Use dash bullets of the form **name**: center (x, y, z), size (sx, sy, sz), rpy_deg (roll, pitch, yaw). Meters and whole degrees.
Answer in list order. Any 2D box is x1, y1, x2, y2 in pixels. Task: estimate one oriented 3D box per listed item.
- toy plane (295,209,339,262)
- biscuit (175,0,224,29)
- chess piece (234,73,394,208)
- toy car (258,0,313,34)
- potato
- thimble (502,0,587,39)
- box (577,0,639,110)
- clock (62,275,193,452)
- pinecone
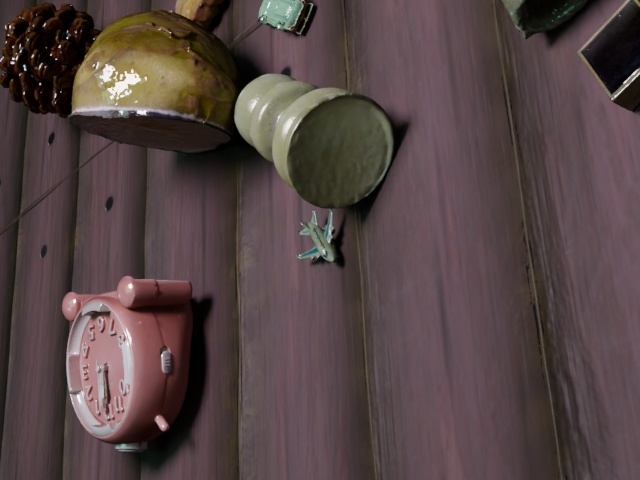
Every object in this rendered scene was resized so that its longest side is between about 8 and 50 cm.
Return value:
- **toy plane**: center (0.002, 0.000, 1.307), size (0.080, 0.033, 0.083), rpy_deg (-55, 48, 21)
- **biscuit**: center (-0.191, -0.422, 1.692), size (0.118, 0.061, 0.183), rpy_deg (-28, 57, 41)
- **chess piece**: center (-0.026, -0.145, 1.330), size (0.251, 0.144, 0.144), rpy_deg (39, 107, 58)
- **toy car**: center (-0.056, -0.334, 1.507), size (0.122, 0.035, 0.059), rpy_deg (38, 106, 60)
- **potato**: center (-0.229, -0.240, 1.484), size (0.300, 0.247, 0.196), rpy_deg (179, 97, -74)
- **thimble**: center (0.233, -0.267, 1.076), size (0.110, 0.084, 0.062), rpy_deg (-54, 38, 43)
- **box**: center (0.299, -0.182, 0.998), size (0.079, 0.035, 0.083), rpy_deg (-49, 44, 29)
- **clock**: center (-0.267, 0.184, 1.505), size (0.227, 0.142, 0.241), rpy_deg (-16, 74, 49)
- **pinecone**: center (-0.476, -0.321, 1.899), size (0.221, 0.221, 0.221), rpy_deg (-23, 59, 45)
